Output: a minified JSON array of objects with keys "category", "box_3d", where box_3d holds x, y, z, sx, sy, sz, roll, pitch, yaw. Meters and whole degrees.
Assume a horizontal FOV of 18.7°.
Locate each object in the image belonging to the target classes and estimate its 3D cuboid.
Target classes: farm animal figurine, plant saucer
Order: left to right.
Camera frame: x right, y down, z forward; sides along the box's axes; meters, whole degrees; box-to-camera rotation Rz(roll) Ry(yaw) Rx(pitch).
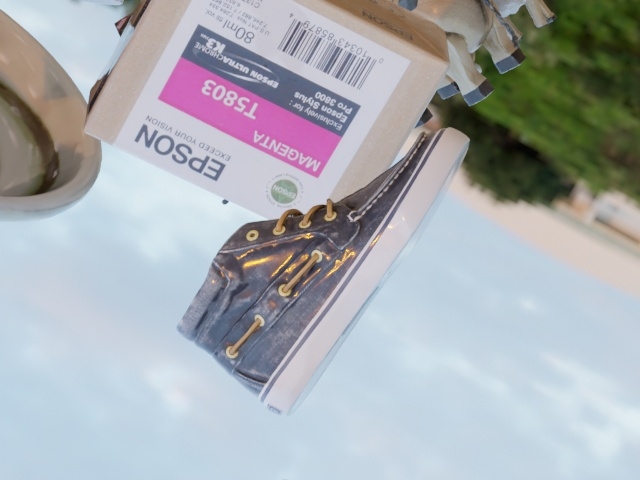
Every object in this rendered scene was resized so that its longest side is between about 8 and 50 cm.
[{"category":"plant saucer","box_3d":[-0.390,-0.130,1.731,0.400,0.100,0.400,30,-155,-16]},{"category":"farm animal figurine","box_3d":[0.057,-0.192,2.035,0.172,0.327,0.330,54,-145,-12]}]

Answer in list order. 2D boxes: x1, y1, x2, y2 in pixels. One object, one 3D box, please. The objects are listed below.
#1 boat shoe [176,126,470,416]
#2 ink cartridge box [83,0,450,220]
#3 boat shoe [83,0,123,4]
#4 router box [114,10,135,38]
[{"category":"boat shoe","box_3d":[0.000,0.000,1.049,0.083,0.183,0.065,36,-176,6]},{"category":"ink cartridge box","box_3d":[-0.043,-0.128,1.549,0.235,0.193,0.088,25,-157,-13]},{"category":"boat shoe","box_3d":[-0.221,-0.239,1.754,0.100,0.035,0.035,13,174,-28]},{"category":"router box","box_3d":[-0.176,-0.182,2.106,0.092,0.038,0.122,61,-178,-41]}]
